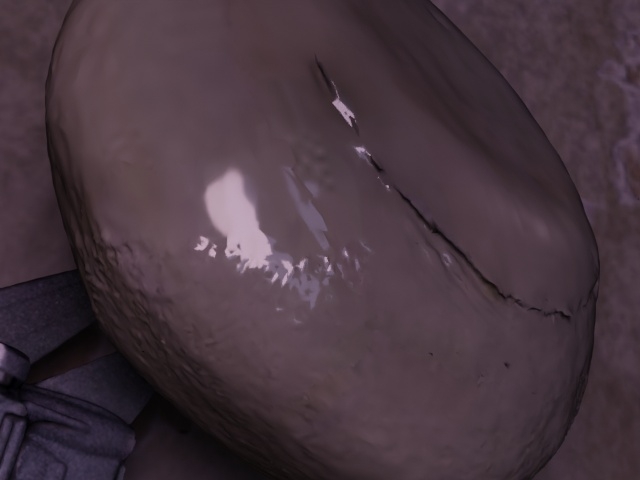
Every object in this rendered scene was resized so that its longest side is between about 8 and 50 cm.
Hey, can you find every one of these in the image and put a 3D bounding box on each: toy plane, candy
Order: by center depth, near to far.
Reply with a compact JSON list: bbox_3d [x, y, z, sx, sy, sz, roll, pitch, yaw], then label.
[{"bbox_3d":[-0.199,0.063,0.517,0.267,0.088,0.212,27,65,-26],"label":"toy plane"},{"bbox_3d":[0.000,0.000,0.568,0.295,0.185,0.296,36,33,-29],"label":"candy"}]
